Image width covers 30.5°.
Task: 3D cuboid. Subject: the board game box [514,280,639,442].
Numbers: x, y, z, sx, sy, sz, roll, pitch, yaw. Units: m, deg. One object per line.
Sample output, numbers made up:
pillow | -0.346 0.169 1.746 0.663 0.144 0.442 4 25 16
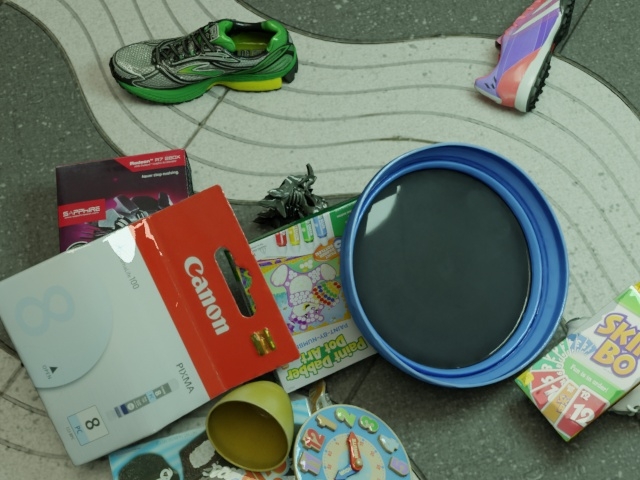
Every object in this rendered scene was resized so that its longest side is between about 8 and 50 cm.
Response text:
board game box | 0.440 0.183 1.814 0.259 0.039 0.124 -39 70 0

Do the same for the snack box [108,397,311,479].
snack box | -0.149 0.378 1.811 0.322 0.060 0.187 -15 63 -6

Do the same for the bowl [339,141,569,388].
bowl | 0.210 0.040 1.871 0.391 0.077 0.391 3 81 -22

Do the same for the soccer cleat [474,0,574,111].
soccer cleat | 0.388 -0.383 2.160 0.116 0.108 0.318 19 67 16

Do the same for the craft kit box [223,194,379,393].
craft kit box | 0.004 0.084 1.884 0.250 0.061 0.246 -24 100 -14

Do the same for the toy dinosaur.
toy dinosaur | 0.000 0.000 1.978 0.218 0.164 0.322 47 55 6

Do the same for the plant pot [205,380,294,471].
plant pot | -0.093 0.268 1.774 0.134 0.134 0.095 18 34 11

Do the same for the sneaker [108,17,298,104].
sneaker | -0.216 -0.348 2.140 0.344 0.146 0.134 -8 63 -1

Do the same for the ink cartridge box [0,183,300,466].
ink cartridge box | -0.268 0.130 1.796 0.385 0.091 0.308 -24 94 8

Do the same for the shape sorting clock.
shape sorting clock | 0.052 0.345 1.786 0.206 0.040 0.206 14 53 -19

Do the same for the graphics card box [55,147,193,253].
graphics card box | -0.319 0.031 1.978 0.233 0.094 0.370 -7 64 -2

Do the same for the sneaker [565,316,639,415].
sneaker | 0.514 0.227 1.854 0.297 0.111 0.129 20 77 19

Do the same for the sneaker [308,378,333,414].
sneaker | 0.004 0.261 1.885 0.032 0.037 0.083 -31 37 25
